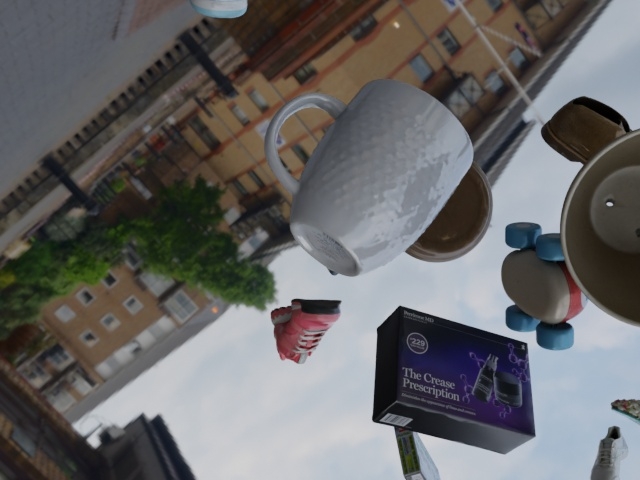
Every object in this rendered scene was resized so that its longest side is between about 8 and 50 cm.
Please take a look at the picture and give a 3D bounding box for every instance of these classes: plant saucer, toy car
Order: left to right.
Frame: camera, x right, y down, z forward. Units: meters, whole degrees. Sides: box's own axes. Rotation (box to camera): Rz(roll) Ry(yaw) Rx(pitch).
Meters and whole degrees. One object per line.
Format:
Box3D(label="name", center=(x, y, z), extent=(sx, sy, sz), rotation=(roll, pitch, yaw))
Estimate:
Box3D(label="plant saucer", center=(0.282, -0.084, 1.715), extent=(0.278, 0.278, 0.041), rotation=(-41, -173, -5))
Box3D(label="toy car", center=(0.509, 0.074, 1.451), extent=(0.238, 0.219, 0.210), rotation=(-9, -166, -17))

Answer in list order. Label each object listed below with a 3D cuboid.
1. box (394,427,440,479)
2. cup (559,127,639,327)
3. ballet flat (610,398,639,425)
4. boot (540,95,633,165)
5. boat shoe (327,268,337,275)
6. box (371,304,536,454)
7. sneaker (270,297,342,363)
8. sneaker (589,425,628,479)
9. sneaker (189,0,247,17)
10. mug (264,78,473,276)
Box3D(label="box", center=(0.199, 0.454, 1.414), extent=(0.036, 0.207, 0.114), rotation=(-20, -140, 10))
Box3D(label="cup", center=(0.563, -0.038, 1.235), extent=(0.331, 0.331, 0.237), rotation=(-37, -177, 13))
Box3D(label="ballet flat", center=(0.782, 0.413, 1.658), extent=(0.077, 0.241, 0.091), rotation=(-59, 179, -8))
Box3D(label="boot", center=(0.612, -0.181, 1.483), extent=(0.115, 0.305, 0.112), rotation=(-56, -177, 44))
Box3D(label="boat shoe", center=(0.000, 0.000, 2.284), extent=(0.095, 0.254, 0.079), rotation=(-4, 139, -52))
Box3D(label="box", center=(0.230, 0.243, 1.259), extent=(0.103, 0.261, 0.184), rotation=(123, -22, -48))
Box3D(label="sneaker", center=(-0.028, 0.210, 1.643), extent=(0.314, 0.116, 0.136), rotation=(145, -54, -66))
Box3D(label="sneaker", center=(0.538, 0.409, 1.360), extent=(0.054, 0.061, 0.152), rotation=(-3, -155, 35))
Box3D(label="sneaker", center=(-0.191, -0.549, 1.271), extent=(0.127, 0.208, 0.319), rotation=(-8, -137, -22))
Box3D(label="mug", center=(0.062, -0.134, 1.419), extent=(0.328, 0.374, 0.276), rotation=(-53, -175, -20))
